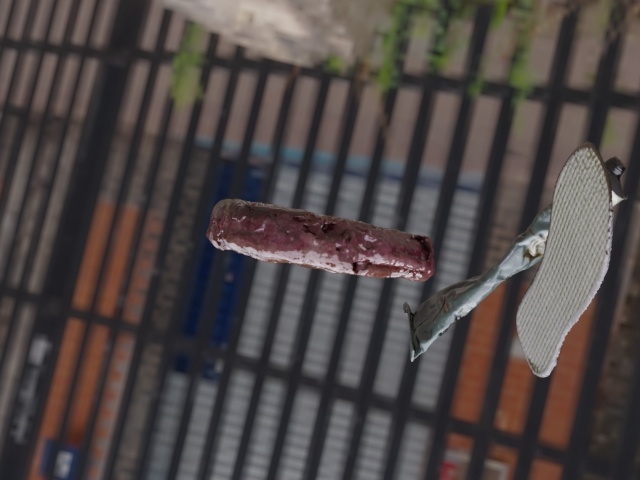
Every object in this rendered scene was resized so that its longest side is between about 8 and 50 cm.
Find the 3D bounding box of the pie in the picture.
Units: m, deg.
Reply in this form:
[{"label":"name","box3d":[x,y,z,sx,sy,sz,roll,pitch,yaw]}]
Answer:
[{"label":"pie","box3d":[0.000,0.000,1.216,0.153,0.038,0.153,9,-178,0]}]

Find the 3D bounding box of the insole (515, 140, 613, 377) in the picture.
[{"label":"insole","box3d":[0.173,0.022,1.315,0.005,0.086,0.253,-11,148,-14]}]

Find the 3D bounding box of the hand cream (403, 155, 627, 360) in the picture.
[{"label":"hand cream","box3d":[0.166,0.008,1.611,0.052,0.248,0.075,52,-161,1]}]
